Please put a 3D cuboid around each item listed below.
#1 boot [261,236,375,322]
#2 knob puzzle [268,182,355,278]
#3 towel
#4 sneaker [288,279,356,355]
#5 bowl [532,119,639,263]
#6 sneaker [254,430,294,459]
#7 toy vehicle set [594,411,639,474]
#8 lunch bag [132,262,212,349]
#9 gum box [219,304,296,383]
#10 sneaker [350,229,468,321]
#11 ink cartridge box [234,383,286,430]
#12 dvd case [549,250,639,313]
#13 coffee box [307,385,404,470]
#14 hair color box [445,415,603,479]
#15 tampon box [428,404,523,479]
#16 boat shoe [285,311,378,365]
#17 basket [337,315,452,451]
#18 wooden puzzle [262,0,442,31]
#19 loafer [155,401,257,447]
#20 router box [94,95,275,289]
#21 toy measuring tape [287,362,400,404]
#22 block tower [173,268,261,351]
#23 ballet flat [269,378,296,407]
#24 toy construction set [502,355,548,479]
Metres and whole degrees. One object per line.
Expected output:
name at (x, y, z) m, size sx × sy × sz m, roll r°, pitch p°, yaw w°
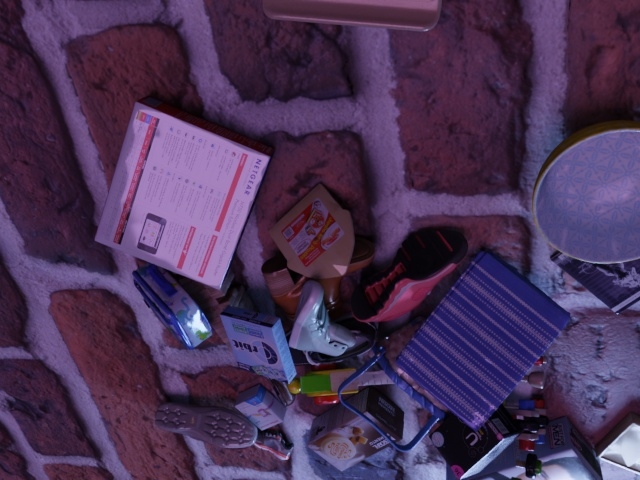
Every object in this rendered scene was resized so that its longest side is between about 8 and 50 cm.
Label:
boot at (0.020, 0.113, 1.587) m, size 0.283 × 0.109 × 0.220 m, roll -18°, pitch 127°, yaw 11°
knob puzzle at (0.000, 0.000, 1.482) m, size 0.213 × 0.030 × 0.213 m, roll -1°, pitch 88°, yaw 25°
towel at (0.356, 0.217, 1.480) m, size 0.243 × 0.040 × 0.336 m, roll 39°, pitch 94°, yaw 12°
sneaker at (0.018, 0.181, 1.528) m, size 0.151 × 0.094 × 0.256 m, roll 13°, pitch 144°, yaw -1°
bowl at (0.548, -0.116, 1.270) m, size 0.289 × 0.156 × 0.289 m, roll 6°, pitch 126°, yaw 8°
sneaker at (-0.149, 0.595, 2.004) m, size 0.158 × 0.061 × 0.065 m, roll 32°, pitch 98°, yaw -12°
toy vehicle set at (0.887, 0.558, 1.750) m, size 0.267 × 0.035 × 0.166 m, roll 22°, pitch 127°, yaw -4°
lunch bag at (-0.365, 0.152, 1.628) m, size 0.219 × 0.090 × 0.176 m, roll 39°, pitch 156°, yaw 37°
gum box at (-0.150, 0.252, 1.615) m, size 0.157 × 0.041 × 0.184 m, roll 9°, pitch 128°, yaw 31°
sneaker at (0.215, 0.085, 1.538) m, size 0.314 × 0.116 × 0.136 m, roll -38°, pitch 144°, yaw 22°
ink cartridge box at (-0.171, 0.481, 1.918) m, size 0.088 × 0.052 × 0.122 m, roll -30°, pitch 115°, yaw 29°
dvd case at (0.642, 0.053, 1.456) m, size 0.221 × 0.018 × 0.164 m, roll 37°, pitch 123°, yaw -13°
coffee box at (0.099, 0.528, 1.863) m, size 0.141 × 0.098 × 0.246 m, roll 41°, pitch 123°, yaw -17°
hair color box at (0.553, 0.636, 1.832) m, size 0.374 × 0.113 × 0.185 m, roll -30°, pitch 114°, yaw 28°
tampon box at (0.357, 0.448, 1.539) m, size 0.101 × 0.120 × 0.161 m, roll 7°, pitch 128°, yaw -48°
boat shoe at (0.006, 0.266, 1.701) m, size 0.302 × 0.091 × 0.114 m, roll -28°, pitch 115°, yaw 28°
basket at (0.221, 0.355, 1.631) m, size 0.289 × 0.201 × 0.255 m, roll -46°, pitch 108°, yaw 2°
wooden puzzle at (0.060, -0.548, 1.125) m, size 0.322 × 0.080 × 0.348 m, roll 7°, pitch 121°, yaw 7°
loafer at (-0.328, 0.537, 1.956) m, size 0.319 × 0.112 × 0.111 m, roll 10°, pitch 167°, yaw 17°
router box at (-0.299, -0.098, 1.457) m, size 0.301 × 0.082 × 0.335 m, roll 23°, pitch 110°, yaw -4°
toy measuring tape at (0.075, 0.373, 1.772) m, size 0.330 × 0.121 × 0.121 m, roll -4°, pitch 126°, yaw -6°
block tower at (-0.253, 0.136, 1.667) m, size 0.097 × 0.091 × 0.335 m, roll -19°, pitch 118°, yaw 25°
ballet flat at (-0.119, 0.353, 1.814) m, size 0.058 × 0.084 × 0.250 m, roll -29°, pitch 119°, yaw -13°
toy construction set at (0.432, 0.410, 1.655) m, size 0.237 × 0.257 × 0.309 m, roll 3°, pitch 106°, yaw 25°
